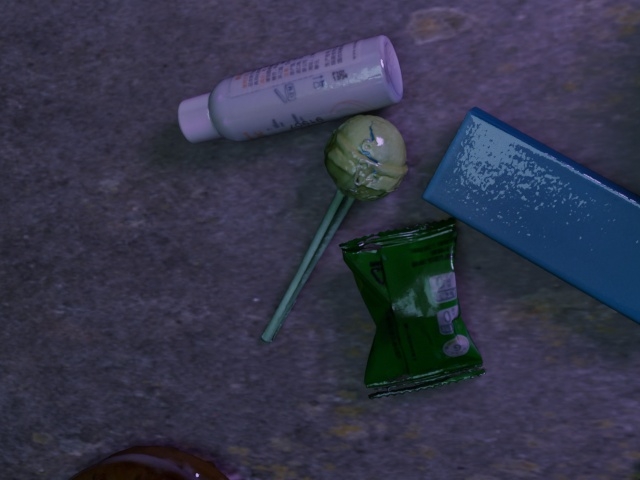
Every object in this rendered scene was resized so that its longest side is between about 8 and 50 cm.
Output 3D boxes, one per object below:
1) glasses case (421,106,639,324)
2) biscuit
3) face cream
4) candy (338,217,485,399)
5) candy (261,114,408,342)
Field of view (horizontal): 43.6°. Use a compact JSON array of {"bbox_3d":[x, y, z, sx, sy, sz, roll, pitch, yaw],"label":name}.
[{"bbox_3d":[0.269,-0.024,0.865,0.301,0.070,0.117,31,115,9],"label":"glasses case"},{"bbox_3d":[-0.188,0.441,1.082,0.268,0.115,0.366,-33,90,22],"label":"biscuit"},{"bbox_3d":[-0.042,-0.167,0.933,0.269,0.082,0.081,-11,97,21],"label":"face cream"},{"bbox_3d":[0.103,0.084,0.935,0.141,0.078,0.203,-9,103,20],"label":"candy"},{"bbox_3d":[0.000,0.000,0.962,0.093,0.092,0.335,17,119,-26],"label":"candy"}]
